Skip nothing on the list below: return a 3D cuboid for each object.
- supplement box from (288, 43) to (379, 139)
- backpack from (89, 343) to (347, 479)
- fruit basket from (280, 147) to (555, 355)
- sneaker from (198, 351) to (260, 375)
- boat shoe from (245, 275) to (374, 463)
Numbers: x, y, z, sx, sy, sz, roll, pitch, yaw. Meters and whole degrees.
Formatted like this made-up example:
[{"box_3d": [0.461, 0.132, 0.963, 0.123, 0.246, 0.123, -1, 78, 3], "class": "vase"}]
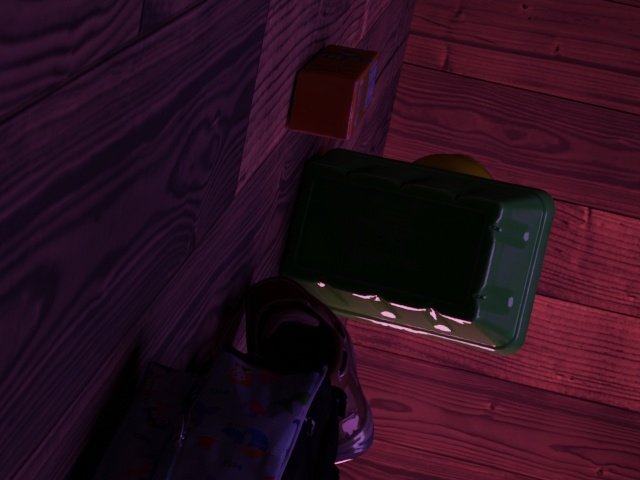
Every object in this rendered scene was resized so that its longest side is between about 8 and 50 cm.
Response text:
[{"box_3d": [0.020, -0.190, 1.818, 0.233, 0.078, 0.080, -61, 160, -73], "class": "supplement box"}, {"box_3d": [-0.085, 0.227, 1.130, 0.253, 0.191, 0.225, -80, 177, -52], "class": "backpack"}, {"box_3d": [0.153, -0.004, 2.119, 0.392, 0.392, 0.283, 20, 83, -85], "class": "fruit basket"}, {"box_3d": [-0.099, 0.173, 1.411, 0.341, 0.125, 0.139, 105, -16, -74], "class": "sneaker"}, {"box_3d": [-0.021, 0.115, 1.605, 0.324, 0.123, 0.116, -123, -166, -58], "class": "boat shoe"}]
